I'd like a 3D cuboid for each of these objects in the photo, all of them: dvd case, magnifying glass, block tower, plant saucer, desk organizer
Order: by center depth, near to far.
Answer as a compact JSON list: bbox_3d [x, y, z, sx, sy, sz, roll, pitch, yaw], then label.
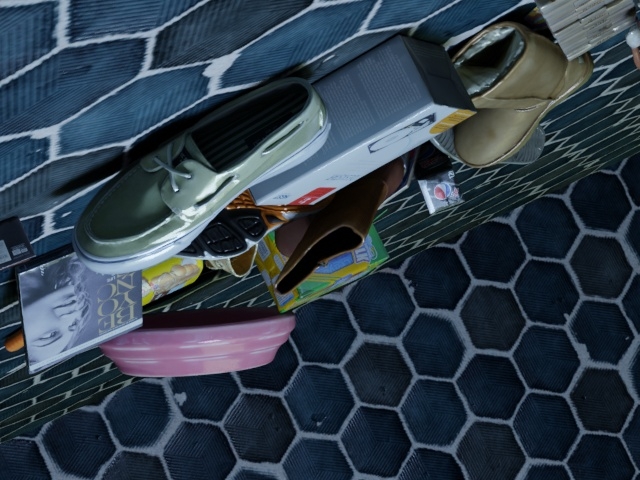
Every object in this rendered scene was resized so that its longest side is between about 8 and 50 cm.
[{"bbox_3d":[0.251,-0.262,1.540,0.091,0.097,0.335,-28,171,11],"label":"block tower"},{"bbox_3d":[-0.367,0.024,1.601,0.130,0.047,0.050,-22,174,-25],"label":"desk organizer"},{"bbox_3d":[-0.300,0.073,1.953,0.164,0.018,0.221,-23,149,-22],"label":"dvd case"},{"bbox_3d":[-0.373,0.104,2.228,0.231,0.026,0.092,-30,172,32],"label":"magnifying glass"},{"bbox_3d":[-0.205,0.165,2.531,0.332,0.084,0.332,-3,-178,0],"label":"plant saucer"}]

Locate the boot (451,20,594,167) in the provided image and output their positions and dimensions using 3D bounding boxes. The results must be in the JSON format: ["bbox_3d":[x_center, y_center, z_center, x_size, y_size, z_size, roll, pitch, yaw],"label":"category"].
[{"bbox_3d":[0.211,-0.181,1.938,0.236,0.089,0.269,-46,163,22],"label":"boot"}]

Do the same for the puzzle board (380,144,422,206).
[{"bbox_3d":[0.108,-0.106,2.166,0.096,0.011,0.128,-35,-151,49],"label":"puzzle board"}]

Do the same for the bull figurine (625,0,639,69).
[{"bbox_3d":[0.432,-0.288,1.600,0.310,0.101,0.188,-54,164,22],"label":"bull figurine"}]

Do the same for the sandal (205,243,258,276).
[{"bbox_3d":[-0.125,0.013,2.224,0.088,0.079,0.240,-20,171,-37],"label":"sandal"}]

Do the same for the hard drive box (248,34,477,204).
[{"bbox_3d":[0.037,-0.131,1.737,0.232,0.089,0.181,-28,172,20],"label":"hard drive box"}]

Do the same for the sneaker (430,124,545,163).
[{"bbox_3d":[0.201,-0.154,2.180,0.222,0.083,0.118,10,-171,-41],"label":"sneaker"}]

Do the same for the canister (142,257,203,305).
[{"bbox_3d":[-0.252,0.053,2.099,0.170,0.073,0.126,-25,172,-19],"label":"canister"}]

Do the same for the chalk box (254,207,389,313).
[{"bbox_3d":[0.015,0.008,2.459,0.213,0.132,0.132,-23,172,-20],"label":"chalk box"}]

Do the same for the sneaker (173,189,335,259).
[{"bbox_3d":[-0.106,-0.028,1.957,0.262,0.099,0.121,-20,175,-33],"label":"sneaker"}]

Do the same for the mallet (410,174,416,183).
[{"bbox_3d":[0.104,-0.107,2.371,0.062,0.039,0.190,-28,168,29],"label":"mallet"}]

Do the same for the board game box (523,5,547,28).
[{"bbox_3d":[0.317,-0.280,1.866,0.133,0.033,0.169,-28,172,14],"label":"board game box"}]

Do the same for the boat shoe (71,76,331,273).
[{"bbox_3d":[-0.129,-0.077,1.583,0.302,0.109,0.094,-34,158,-5],"label":"boat shoe"}]

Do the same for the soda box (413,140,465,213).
[{"bbox_3d":[0.156,-0.100,2.172,0.053,0.060,0.169,-21,-157,3],"label":"soda box"}]

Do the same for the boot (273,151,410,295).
[{"bbox_3d":[0.000,0.000,2.055,0.264,0.096,0.280,-31,-162,31],"label":"boot"}]
